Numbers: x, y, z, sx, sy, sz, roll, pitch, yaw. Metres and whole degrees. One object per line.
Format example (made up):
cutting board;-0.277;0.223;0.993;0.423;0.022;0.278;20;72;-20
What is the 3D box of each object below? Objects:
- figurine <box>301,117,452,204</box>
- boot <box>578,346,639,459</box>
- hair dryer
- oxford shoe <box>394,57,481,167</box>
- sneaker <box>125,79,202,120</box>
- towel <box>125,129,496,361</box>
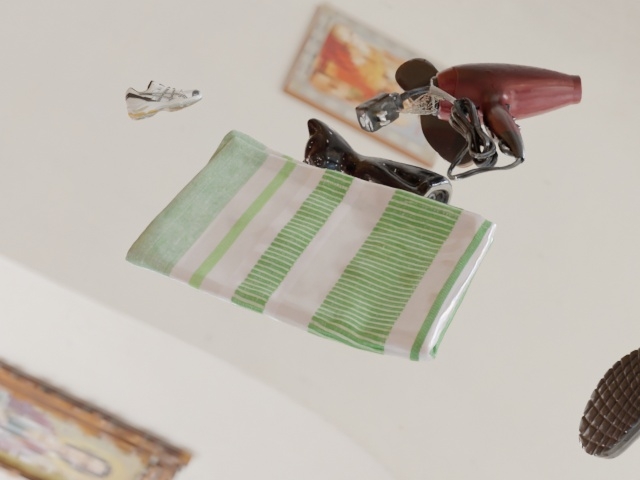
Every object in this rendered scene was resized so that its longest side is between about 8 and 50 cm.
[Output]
figurine;0.037;-0.023;1.505;0.092;0.209;0.215;-15;129;-52
boot;0.539;0.210;1.660;0.338;0.223;0.118;-51;-155;17
hair dryer;0.210;-0.145;1.453;0.293;0.223;0.080;-28;136;-32
oxford shoe;0.171;-0.164;1.632;0.076;0.076;0.212;-26;-133;3
sneaker;-0.165;-0.153;1.250;0.032;0.083;0.037;-25;-99;66
towel;0.000;0.000;1.247;0.248;0.325;0.038;-56;161;-46
